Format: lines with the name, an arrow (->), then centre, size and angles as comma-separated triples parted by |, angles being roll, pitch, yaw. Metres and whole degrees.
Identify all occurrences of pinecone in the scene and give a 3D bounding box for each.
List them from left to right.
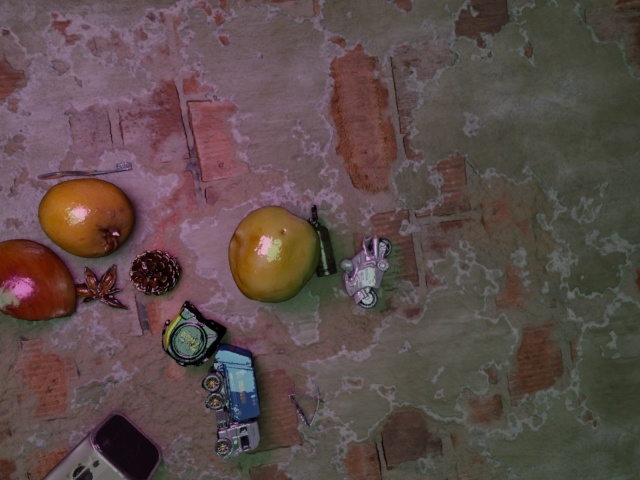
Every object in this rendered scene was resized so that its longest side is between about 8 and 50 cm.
pinecone -> -0.569, 0.109, 1.489 | 0.163, 0.165, 0.163 | 0, 86, -1

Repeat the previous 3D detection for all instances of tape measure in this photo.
tape measure -> -0.449, 0.333, 1.528 | 0.199, 0.112, 0.186 | 37, 82, 3

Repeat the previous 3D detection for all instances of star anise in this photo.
star anise -> -0.767, 0.156, 1.533 | 0.212, 0.053, 0.157 | 9, 94, 1

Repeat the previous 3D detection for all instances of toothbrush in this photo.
toothbrush -> -0.825, -0.238, 1.542 | 0.321, 0.023, 0.031 | -9, 84, -4

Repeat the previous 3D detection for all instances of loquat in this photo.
loquat -> -0.746, -0.067, 1.430 | 0.275, 0.275, 0.275 | 0, 91, -3

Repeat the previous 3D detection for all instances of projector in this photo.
projector -> -0.716, 0.762, 1.447 | 0.249, 0.248, 0.248 | -44, 93, -2

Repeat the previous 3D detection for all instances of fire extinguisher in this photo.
fire extinguisher -> 0.006, -0.001, 1.549 | 0.075, 0.106, 0.252 | -12, 92, -27

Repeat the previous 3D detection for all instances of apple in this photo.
apple -> -0.986, 0.132, 1.463 | 0.346, 0.179, 0.254 | 36, 57, 2

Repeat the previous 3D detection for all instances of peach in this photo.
peach -> -0.149, 0.049, 1.453 | 0.281, 0.314, 0.315 | 13, 88, -39

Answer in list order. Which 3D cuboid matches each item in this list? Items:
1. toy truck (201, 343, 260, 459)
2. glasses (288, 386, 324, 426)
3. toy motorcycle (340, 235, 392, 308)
toy truck -> -0.301, 0.546, 1.520 | 0.175, 0.146, 0.367 | -8, 91, -7
glasses -> -0.037, 0.583, 1.575 | 0.104, 0.062, 0.140 | -30, 93, -4
toy motorcycle -> 0.151, 0.103, 1.563 | 0.171, 0.110, 0.260 | 16, 85, 9
